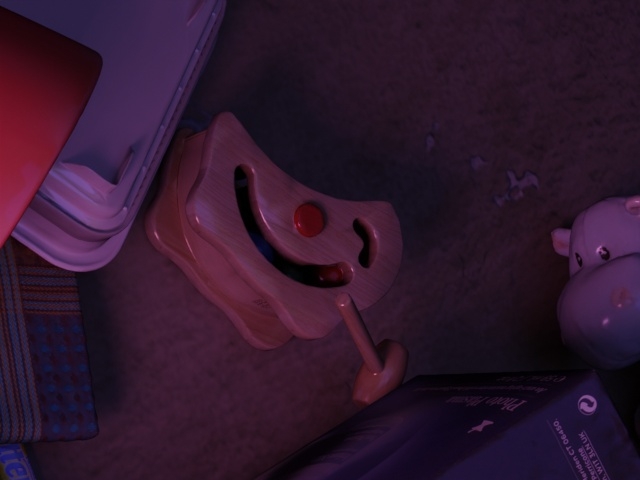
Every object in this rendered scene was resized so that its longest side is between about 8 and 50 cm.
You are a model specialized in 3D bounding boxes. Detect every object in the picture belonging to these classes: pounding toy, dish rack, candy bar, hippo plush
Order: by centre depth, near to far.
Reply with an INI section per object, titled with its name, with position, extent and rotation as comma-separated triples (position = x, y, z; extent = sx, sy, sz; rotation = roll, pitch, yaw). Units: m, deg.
[candy bar]
position = -0.222, 0.186, 1.406
extent = 0.040, 0.018, 0.161
rotation = -19, 89, -41
[dish rack]
position = -0.208, -0.170, 1.468
extent = 0.285, 0.072, 0.332
rotation = 38, 50, -22
[pounding toy]
position = 0.000, 0.000, 1.555
extent = 0.269, 0.155, 0.154
rotation = 47, 56, -19
[hippo plush]
position = 0.352, 0.048, 1.776
extent = 0.236, 0.234, 0.294
rotation = 37, 56, -26

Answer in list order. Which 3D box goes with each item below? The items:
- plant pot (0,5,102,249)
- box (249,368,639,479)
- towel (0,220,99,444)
[plant pot]
position = -0.312, -0.071, 1.215
extent = 0.243, 0.275, 0.275
rotation = 32, 57, -13
[box]
position = 0.057, 0.237, 1.385
extent = 0.294, 0.296, 0.182
rotation = -31, 97, -22
[towel]
position = -0.335, 0.018, 1.344
extent = 0.370, 0.040, 0.271
rotation = 4, 70, -40
